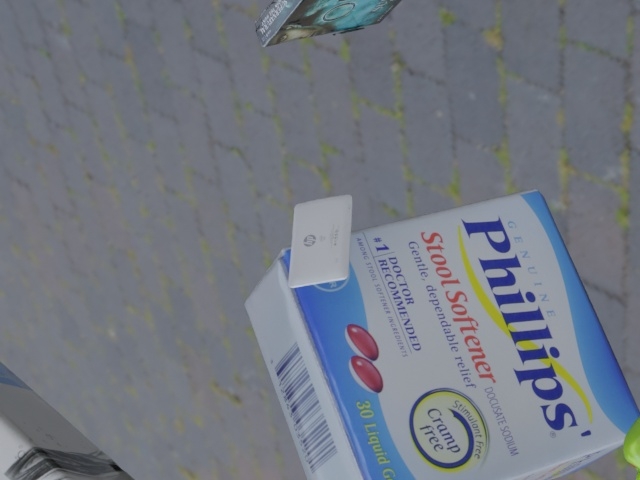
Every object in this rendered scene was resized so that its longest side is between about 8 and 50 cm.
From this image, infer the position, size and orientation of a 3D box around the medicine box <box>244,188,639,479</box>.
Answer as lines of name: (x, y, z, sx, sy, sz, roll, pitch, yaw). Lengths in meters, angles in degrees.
medicine box: (0.113, 0.119, 1.252, 0.263, 0.289, 0.149, 69, 156, 17)

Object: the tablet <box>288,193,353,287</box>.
tablet: (0.000, 0.000, 1.100, 0.054, 0.083, 0.006, -10, 145, 21)

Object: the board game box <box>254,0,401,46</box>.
board game box: (0.035, -0.220, 1.082, 0.186, 0.126, 0.026, -39, 70, 60)

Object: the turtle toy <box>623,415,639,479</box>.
turtle toy: (0.193, 0.070, 0.575, 0.095, 0.130, 0.066, -149, 43, -83)

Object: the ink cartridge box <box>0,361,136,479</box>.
ink cartridge box: (-0.147, 0.154, 0.571, 0.203, 0.148, 0.086, 36, 177, 19)
